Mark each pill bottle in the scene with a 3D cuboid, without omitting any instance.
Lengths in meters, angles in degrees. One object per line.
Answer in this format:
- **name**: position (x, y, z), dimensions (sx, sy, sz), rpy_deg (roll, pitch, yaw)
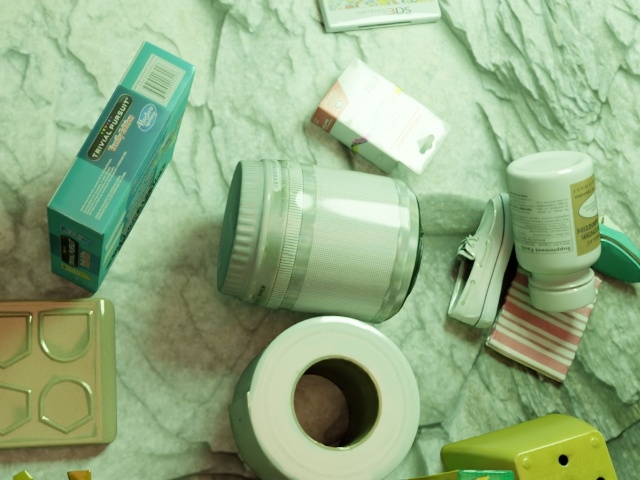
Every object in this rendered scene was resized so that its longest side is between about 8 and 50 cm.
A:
- **pill bottle**: position (0.364, -0.014, 1.606), dimensions (0.131, 0.131, 0.229), rpy_deg (-16, 109, -17)

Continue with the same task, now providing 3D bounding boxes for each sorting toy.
- **sorting toy**: position (-0.403, 0.235, 1.470), dimensions (0.229, 0.041, 0.307), rpy_deg (1, 75, -18)

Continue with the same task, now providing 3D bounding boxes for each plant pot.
- **plant pot**: position (0.330, 0.373, 1.528), dimensions (0.212, 0.187, 0.212), rpy_deg (-13, 79, -16)

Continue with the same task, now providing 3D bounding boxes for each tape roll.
- **tape roll**: position (0.003, 0.243, 1.495), dimensions (0.246, 0.169, 0.246), rpy_deg (4, 74, -14)

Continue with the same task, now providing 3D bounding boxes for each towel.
- **towel**: position (0.364, 0.116, 1.695), dimensions (0.144, 0.029, 0.197), rpy_deg (27, 73, -5)

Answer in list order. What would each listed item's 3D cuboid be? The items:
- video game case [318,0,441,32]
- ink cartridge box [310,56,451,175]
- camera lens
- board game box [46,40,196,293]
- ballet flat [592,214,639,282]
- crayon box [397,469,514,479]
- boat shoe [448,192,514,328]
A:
- **video game case**: position (0.085, -0.473, 1.789), dimensions (0.206, 0.026, 0.226), rpy_deg (-9, 77, -16)
- **ink cartridge box**: position (0.099, -0.191, 1.693), dimensions (0.198, 0.067, 0.115), rpy_deg (35, 70, -1)
- **camera lens**: position (0.000, 0.000, 1.533), dimensions (0.274, 0.219, 0.219), rpy_deg (9, 73, -11)
- **board game box**: position (-0.278, -0.087, 1.427), dimensions (0.079, 0.336, 0.253), rpy_deg (28, 70, -5)
- **ballet flat**: position (0.440, -0.016, 1.723), dimensions (0.247, 0.083, 0.087), rpy_deg (24, 57, -8)
- **crayon box**: position (0.182, 0.407, 1.434), dimensions (0.081, 0.278, 0.165), rpy_deg (3, 74, -12)
- **boat shoe**: position (0.256, 0.024, 1.662), dimensions (0.076, 0.083, 0.226), rpy_deg (15, 73, -11)
